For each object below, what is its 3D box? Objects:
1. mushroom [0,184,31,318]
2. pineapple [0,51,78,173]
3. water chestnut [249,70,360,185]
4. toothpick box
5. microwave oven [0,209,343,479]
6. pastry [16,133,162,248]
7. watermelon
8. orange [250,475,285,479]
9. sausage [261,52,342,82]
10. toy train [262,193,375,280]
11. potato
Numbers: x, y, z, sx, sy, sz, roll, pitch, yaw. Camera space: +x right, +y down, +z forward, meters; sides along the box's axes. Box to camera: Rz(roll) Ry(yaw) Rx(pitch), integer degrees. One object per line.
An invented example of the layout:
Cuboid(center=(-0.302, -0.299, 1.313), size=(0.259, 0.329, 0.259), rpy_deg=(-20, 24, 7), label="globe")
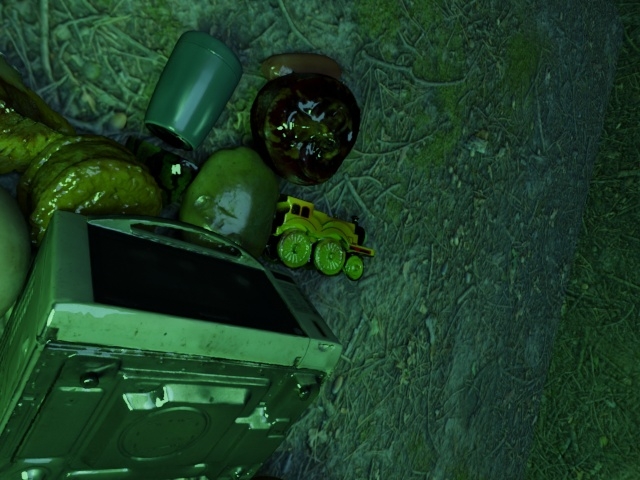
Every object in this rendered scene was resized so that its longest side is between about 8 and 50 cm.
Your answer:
Cuboid(center=(-0.464, 0.015, 0.501), size=(0.178, 0.226, 0.227), rpy_deg=(41, 60, -81), label="mushroom")
Cuboid(center=(-0.466, -0.181, 0.562), size=(0.139, 0.250, 0.164), rpy_deg=(-36, 84, 3), label="pineapple")
Cuboid(center=(-0.021, -0.217, 0.844), size=(0.223, 0.238, 0.224), rpy_deg=(-15, 116, -33), label="water chestnut")
Cuboid(center=(-0.224, -0.253, 0.742), size=(0.120, 0.120, 0.184), rpy_deg=(32, 76, -36), label="toothpick box")
Cuboid(center=(-0.219, 0.176, 0.621), size=(0.394, 0.247, 0.333), rpy_deg=(20, 114, -38), label="microwave oven")
Cuboid(center=(-0.340, -0.057, 0.639), size=(0.188, 0.103, 0.189), rpy_deg=(-33, 143, -29), label="pastry")
Cuboid(center=(-0.278, -0.135, 0.747), size=(0.135, 0.125, 0.094), rpy_deg=(51, 31, -7), label="watermelon")
Cuboid(center=(-0.114, 0.596, 0.803), size=(0.274, 0.274, 0.275), rpy_deg=(-3, 95, -39), label="orange")
Cuboid(center=(-0.037, -0.364, 0.914), size=(0.194, 0.077, 0.077), rpy_deg=(-18, 104, -36), label="sausage")
Cuboid(center=(0.000, 0.000, 0.955), size=(0.296, 0.100, 0.161), rpy_deg=(16, 82, -39), label="toy train")
Cuboid(center=(-0.163, -0.051, 0.789), size=(0.229, 0.148, 0.197), rpy_deg=(-59, 151, -26), label="potato")
